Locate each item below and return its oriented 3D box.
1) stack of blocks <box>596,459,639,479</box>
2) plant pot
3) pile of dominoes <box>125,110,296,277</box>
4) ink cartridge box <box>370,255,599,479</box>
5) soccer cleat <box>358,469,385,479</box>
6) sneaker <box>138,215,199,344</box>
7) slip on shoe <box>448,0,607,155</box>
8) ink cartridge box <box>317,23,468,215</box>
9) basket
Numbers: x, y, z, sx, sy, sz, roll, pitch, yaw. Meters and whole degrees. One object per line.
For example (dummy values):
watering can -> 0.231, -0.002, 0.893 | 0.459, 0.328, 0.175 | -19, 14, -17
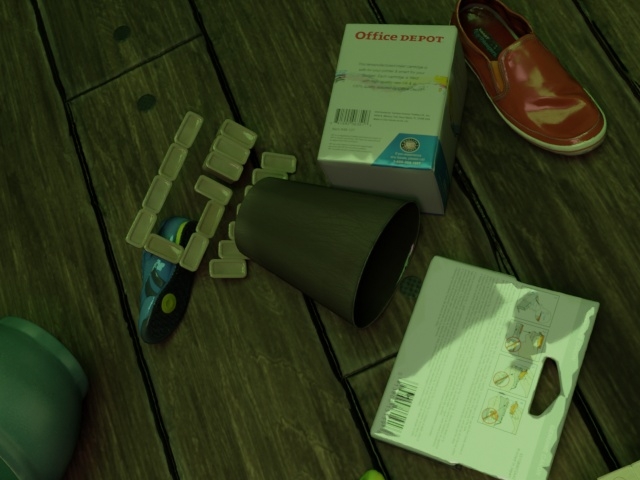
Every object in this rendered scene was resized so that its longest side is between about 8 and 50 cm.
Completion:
stack of blocks -> 0.442, 0.289, 1.044 | 0.297, 0.171, 0.087 | -25, 65, 6
plant pot -> -0.463, 0.235, 1.279 | 0.293, 0.293, 0.196 | 20, 49, 21
pile of dominoes -> -0.168, -0.065, 1.391 | 0.196, 0.040, 0.251 | 27, 74, -13
ink cartridge box -> 0.226, 0.180, 1.209 | 0.239, 0.060, 0.275 | 16, 74, 20
soccer cleat -> 0.057, 0.443, 1.135 | 0.121, 0.093, 0.289 | 20, 58, -7
sneaker -> -0.250, 0.061, 1.389 | 0.082, 0.069, 0.209 | 4, 70, 33
slip on shoe -> 0.305, -0.258, 1.337 | 0.123, 0.101, 0.331 | -33, 66, -1
ink cartridge box -> 0.115, -0.182, 1.320 | 0.171, 0.168, 0.232 | 7, 71, 17
basket -> 0.000, 0.000, 1.296 | 0.227, 0.154, 0.204 | 20, 69, 25
